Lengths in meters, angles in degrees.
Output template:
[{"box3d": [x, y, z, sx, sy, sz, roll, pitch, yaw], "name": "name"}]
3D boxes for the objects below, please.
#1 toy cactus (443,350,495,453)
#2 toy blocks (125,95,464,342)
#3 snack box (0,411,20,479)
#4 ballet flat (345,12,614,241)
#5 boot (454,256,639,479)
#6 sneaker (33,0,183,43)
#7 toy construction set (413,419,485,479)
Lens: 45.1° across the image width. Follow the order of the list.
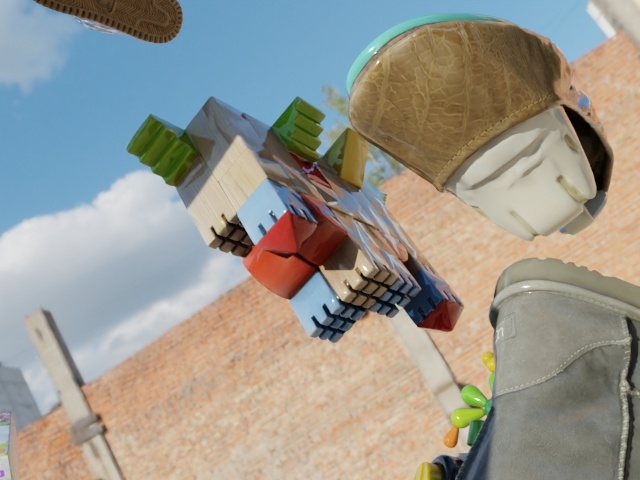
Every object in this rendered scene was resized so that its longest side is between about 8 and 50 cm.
[{"box3d": [0.269, 0.250, 1.068, 0.112, 0.180, 0.219, 25, -94, -36], "name": "toy cactus"}, {"box3d": [0.000, 0.000, 0.860, 0.191, 0.261, 0.381, -47, -39, 17], "name": "toy blocks"}, {"box3d": [-0.439, 0.269, 0.881, 0.174, 0.070, 0.207, -11, 7, -21], "name": "snack box"}, {"box3d": [0.140, -0.059, 0.526, 0.116, 0.124, 0.342, -37, -17, 23], "name": "ballet flat"}, {"box3d": [0.127, 0.119, 0.289, 0.076, 0.189, 0.208, 95, -168, -49], "name": "boot"}, {"box3d": [-0.336, -0.348, 1.029, 0.282, 0.153, 0.099, 19, -83, -44], "name": "sneaker"}, {"box3d": [0.189, 0.305, 0.727, 0.257, 0.237, 0.309, 2, -23, 8], "name": "toy construction set"}]
